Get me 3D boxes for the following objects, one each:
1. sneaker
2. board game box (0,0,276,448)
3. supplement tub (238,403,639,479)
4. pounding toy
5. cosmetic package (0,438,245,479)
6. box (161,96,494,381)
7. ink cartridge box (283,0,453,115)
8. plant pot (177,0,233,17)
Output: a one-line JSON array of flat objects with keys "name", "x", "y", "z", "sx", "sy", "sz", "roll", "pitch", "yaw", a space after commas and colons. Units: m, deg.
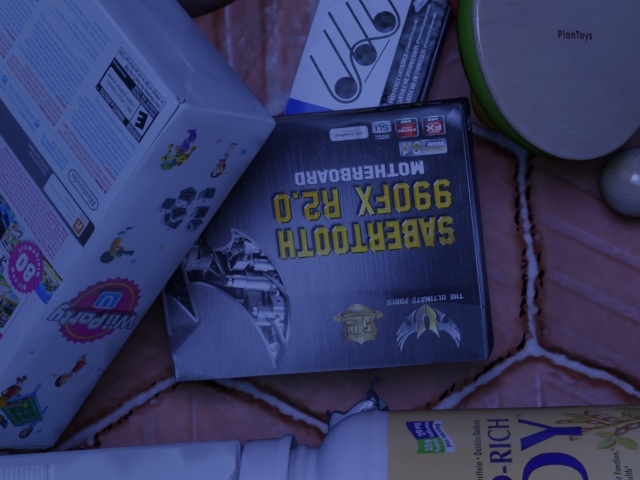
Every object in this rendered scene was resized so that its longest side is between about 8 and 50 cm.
[{"name": "sneaker", "x": 0.051, "y": 0.131, "z": 1.405, "sx": 0.098, "sy": 0.038, "sz": 0.069, "roll": -7, "pitch": 80, "yaw": 2}, {"name": "board game box", "x": -0.195, "y": -0.041, "z": 1.320, "sx": 0.303, "sy": 0.097, "sz": 0.224, "roll": -53, "pitch": 56, "yaw": 24}, {"name": "supplement tub", "x": 0.118, "y": 0.228, "z": 1.280, "sx": 0.331, "sy": 0.241, "sz": 0.241, "roll": -2, "pitch": 79, "yaw": 3}, {"name": "pounding toy", "x": 0.164, "y": -0.132, "z": 1.411, "sx": 0.237, "sy": 0.110, "sz": 0.183, "roll": 31, "pitch": 69, "yaw": -32}, {"name": "cosmetic package", "x": -0.163, "y": 0.198, "z": 1.362, "sx": 0.238, "sy": 0.127, "sz": 0.107, "roll": -2, "pitch": 79, "yaw": 5}, {"name": "box", "x": 0.000, "y": 0.000, "z": 1.379, "sx": 0.231, "sy": 0.056, "sz": 0.183, "roll": -4, "pitch": 98, "yaw": 11}, {"name": "ink cartridge box", "x": 0.026, "y": -0.098, "z": 1.446, "sx": 0.097, "sy": 0.046, "sz": 0.207, "roll": 16, "pitch": 81, "yaw": 7}, {"name": "plant pot", "x": -0.138, "y": -0.315, "z": 1.382, "sx": 0.256, "sy": 0.274, "sz": 0.256, "roll": -1, "pitch": 80, "yaw": 4}]
